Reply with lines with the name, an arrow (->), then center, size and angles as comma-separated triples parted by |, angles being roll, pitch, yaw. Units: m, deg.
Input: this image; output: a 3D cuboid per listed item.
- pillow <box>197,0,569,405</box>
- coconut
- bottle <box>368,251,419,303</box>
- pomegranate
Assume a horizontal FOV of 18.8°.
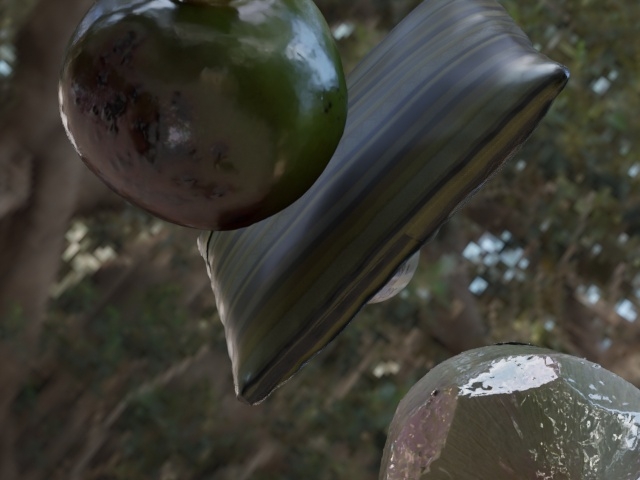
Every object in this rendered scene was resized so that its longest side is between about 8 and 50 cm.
pillow -> 0.023, -0.034, 0.938 | 0.052, 0.208, 0.212 | 43, 9, -19
coconut -> 0.107, 0.139, 0.993 | 0.171, 0.171, 0.183 | 42, 4, -5
bottle -> 0.000, 0.000, 1.605 | 0.097, 0.209, 0.110 | -10, -96, 24
pomegranate -> -0.052, -0.076, 0.832 | 0.129, 0.129, 0.159 | 27, -26, 21
